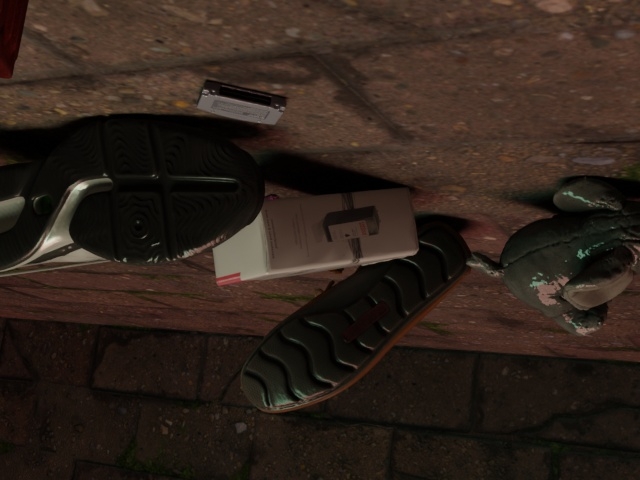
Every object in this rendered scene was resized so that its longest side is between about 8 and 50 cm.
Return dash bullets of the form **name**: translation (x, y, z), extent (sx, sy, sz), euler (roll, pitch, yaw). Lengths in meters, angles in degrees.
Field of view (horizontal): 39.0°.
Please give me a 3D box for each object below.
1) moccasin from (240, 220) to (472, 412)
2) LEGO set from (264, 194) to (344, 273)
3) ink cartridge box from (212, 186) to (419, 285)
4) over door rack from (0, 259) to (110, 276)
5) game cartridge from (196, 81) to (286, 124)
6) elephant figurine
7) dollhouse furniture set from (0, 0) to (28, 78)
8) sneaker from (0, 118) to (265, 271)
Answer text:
- **moccasin**: translation (0.048, 0.110, 1.302), extent (0.139, 0.380, 0.147), euler (46, 180, 6)
- **LEGO set**: translation (0.000, 0.000, 1.303), extent (0.227, 0.087, 0.093), euler (12, 167, -26)
- **ink cartridge box**: translation (-0.009, -0.005, 1.141), extent (0.218, 0.092, 0.158), euler (-5, 175, -30)
- **over door rack**: translation (-0.513, 0.026, 1.493), extent (0.239, 0.108, 0.324), euler (-4, -165, 43)
- **game cartridge**: translation (-0.080, -0.136, 0.903), extent (0.083, 0.017, 0.056), euler (11, 164, -14)
- **elephant figurine**: translation (0.328, 0.001, 1.037), extent (0.169, 0.186, 0.239), euler (50, 153, 4)
- **dollhouse furniture set**: translation (-0.303, -0.065, 0.542), extent (0.201, 0.374, 0.152), euler (8, 172, -11)
- **sneaker**: translation (-0.227, -0.056, 1.148), extent (0.447, 0.169, 0.257), euler (-6, -178, 27)
